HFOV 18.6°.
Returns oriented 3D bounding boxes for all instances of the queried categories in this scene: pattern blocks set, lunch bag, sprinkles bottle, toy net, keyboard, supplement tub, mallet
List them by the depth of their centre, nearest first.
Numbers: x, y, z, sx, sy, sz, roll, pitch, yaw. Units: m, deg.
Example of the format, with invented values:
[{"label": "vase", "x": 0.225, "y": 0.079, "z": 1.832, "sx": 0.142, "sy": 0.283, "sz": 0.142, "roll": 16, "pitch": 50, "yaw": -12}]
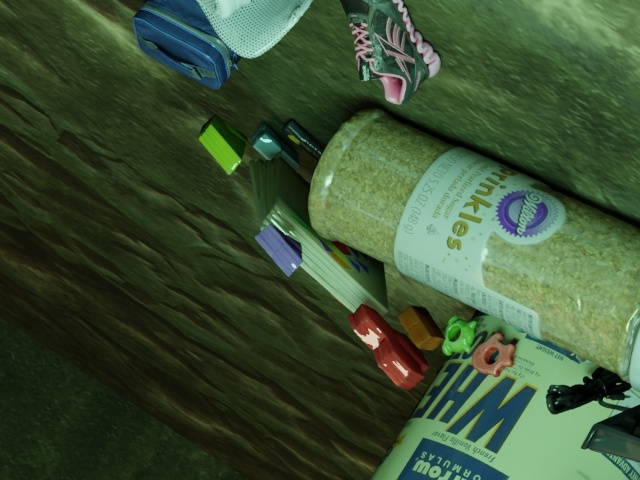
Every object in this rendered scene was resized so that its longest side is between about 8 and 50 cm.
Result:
[{"label": "keyboard", "x": 0.281, "y": 0.137, "z": 1.567, "sx": 0.201, "sy": 0.033, "sz": 0.317, "roll": 13, "pitch": -172, "yaw": 25}, {"label": "sprinkles bottle", "x": 0.163, "y": 0.011, "z": 1.569, "sx": 0.355, "sy": 0.121, "sz": 0.121, "roll": 25, "pitch": 160, "yaw": 25}, {"label": "lunch bag", "x": -0.108, "y": -0.172, "z": 1.661, "sx": 0.098, "sy": 0.065, "sz": 0.067, "roll": 29, "pitch": 162, "yaw": 16}, {"label": "toy net", "x": 0.186, "y": 0.065, "z": 1.673, "sx": 0.045, "sy": 0.122, "sz": 0.232, "roll": 27, "pitch": 174, "yaw": -42}, {"label": "pattern blocks set", "x": 0.000, "y": 0.000, "z": 1.697, "sx": 0.285, "sy": 0.026, "sz": 0.325, "roll": 45, "pitch": -168, "yaw": -4}, {"label": "supplement tub", "x": 0.175, "y": 0.228, "z": 1.780, "sx": 0.235, "sy": 0.325, "sz": 0.235, "roll": 30, "pitch": 162, "yaw": 11}, {"label": "mallet", "x": 0.044, "y": -0.045, "z": 1.784, "sx": 0.189, "sy": 0.039, "sz": 0.062, "roll": 42, "pitch": 162, "yaw": -13}]

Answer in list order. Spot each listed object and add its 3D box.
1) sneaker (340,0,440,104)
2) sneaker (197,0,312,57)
[{"label": "sneaker", "x": 0.043, "y": -0.149, "z": 1.472, "sx": 0.047, "sy": 0.057, "sz": 0.119, "roll": 15, "pitch": 153, "yaw": 51}, {"label": "sneaker", "x": 0.047, "y": -0.187, "z": 1.113, "sx": 0.366, "sy": 0.210, "sz": 0.137, "roll": 28, "pitch": 162, "yaw": 17}]
